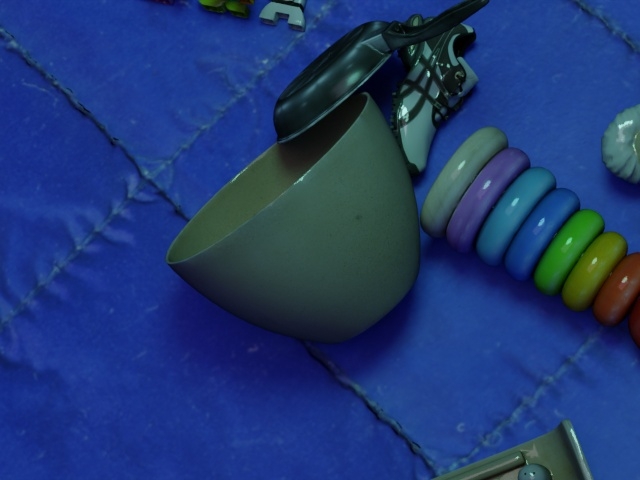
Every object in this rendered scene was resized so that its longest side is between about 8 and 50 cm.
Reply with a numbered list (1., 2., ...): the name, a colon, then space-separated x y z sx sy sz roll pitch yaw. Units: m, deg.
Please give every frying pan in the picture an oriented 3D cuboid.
1. frying pan: 0.040 -0.189 1.659 0.197 0.326 0.053 -46 102 -18

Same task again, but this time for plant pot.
1. plant pot: 0.000 0.000 1.649 0.284 0.284 0.191 -40 103 1

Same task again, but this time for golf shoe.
1. golf shoe: 0.133 -0.168 1.738 0.094 0.077 0.198 2 76 15

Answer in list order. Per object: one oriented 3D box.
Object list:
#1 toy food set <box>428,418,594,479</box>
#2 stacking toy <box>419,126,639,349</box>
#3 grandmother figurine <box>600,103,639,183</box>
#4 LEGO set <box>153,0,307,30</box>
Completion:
1. toy food set: 0.158 0.342 1.576 0.306 0.092 0.219 -23 70 8
2. stacking toy: 0.274 0.020 1.631 0.330 0.141 0.141 36 86 14
3. grandmother figurine: 0.473 -0.090 1.615 0.342 0.104 0.208 8 70 14
4. LEGO set: -0.120 -0.335 1.848 0.227 0.087 0.093 14 79 17
